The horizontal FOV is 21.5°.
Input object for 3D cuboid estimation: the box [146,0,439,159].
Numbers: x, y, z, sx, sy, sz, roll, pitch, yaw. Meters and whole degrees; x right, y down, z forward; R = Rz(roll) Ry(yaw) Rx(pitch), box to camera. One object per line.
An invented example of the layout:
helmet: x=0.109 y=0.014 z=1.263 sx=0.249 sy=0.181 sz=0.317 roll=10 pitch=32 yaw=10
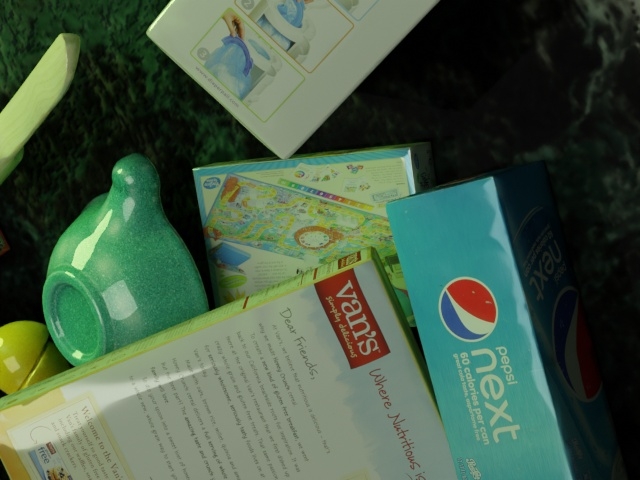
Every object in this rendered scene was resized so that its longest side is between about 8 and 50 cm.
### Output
box: x=0.022 y=-0.158 z=0.884 sx=0.103 sy=0.114 sz=0.203 roll=43 pitch=122 yaw=-4

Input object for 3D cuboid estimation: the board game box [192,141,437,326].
board game box: x=0.000 y=0.000 z=0.998 sx=0.154 sy=0.026 sz=0.103 roll=-3 pitch=99 yaw=33

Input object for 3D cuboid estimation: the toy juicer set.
toy juicer set: x=-0.142 y=0.038 z=1.074 sx=0.209 sy=0.089 sz=0.329 roll=-7 pitch=102 yaw=50

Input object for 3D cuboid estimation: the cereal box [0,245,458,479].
cereal box: x=-0.046 y=0.127 z=0.957 sx=0.240 sy=0.047 sz=0.173 roll=-22 pitch=99 yaw=5

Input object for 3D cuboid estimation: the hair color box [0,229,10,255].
hair color box: x=-0.286 y=0.010 z=1.176 sx=0.141 sy=0.043 sz=0.072 roll=-31 pitch=83 yaw=35

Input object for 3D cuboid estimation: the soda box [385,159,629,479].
soda box: x=0.106 y=0.068 z=0.921 sx=0.071 sy=0.067 sz=0.210 roll=-14 pitch=93 yaw=34
